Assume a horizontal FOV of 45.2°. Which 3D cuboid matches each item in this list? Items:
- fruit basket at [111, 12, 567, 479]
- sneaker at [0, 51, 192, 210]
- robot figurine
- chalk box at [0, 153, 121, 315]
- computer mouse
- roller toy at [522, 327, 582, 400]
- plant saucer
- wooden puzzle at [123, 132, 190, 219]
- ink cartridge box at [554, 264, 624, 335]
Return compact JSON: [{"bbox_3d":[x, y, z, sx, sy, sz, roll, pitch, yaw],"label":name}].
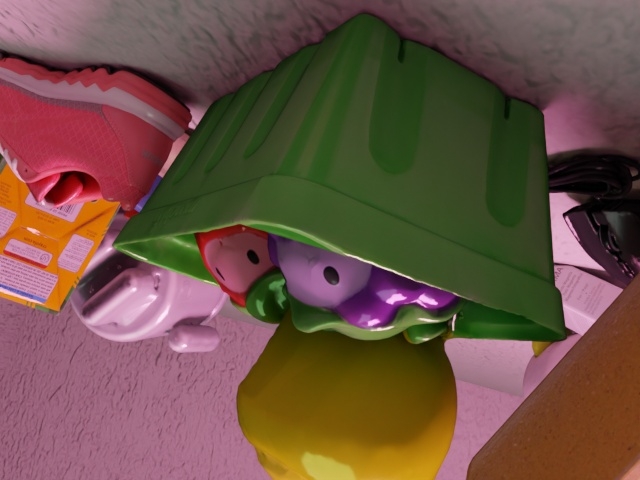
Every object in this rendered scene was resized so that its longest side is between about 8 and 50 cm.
[{"bbox_3d":[-0.004,0.062,0.614,0.283,0.392,0.392,22,167,-25],"label":"fruit basket"},{"bbox_3d":[-0.283,-0.104,0.774,0.314,0.136,0.116,10,166,29],"label":"sneaker"},{"bbox_3d":[-0.273,0.059,1.266,0.200,0.300,0.353,-34,170,13],"label":"robot figurine"},{"bbox_3d":[-0.437,-0.057,1.012,0.289,0.179,0.180,27,177,40],"label":"chalk box"},{"bbox_3d":[0.250,0.000,0.718,0.262,0.060,0.184,27,163,-40],"label":"computer mouse"},{"bbox_3d":[0.446,0.246,1.261,0.209,0.191,0.146,17,167,-1],"label":"roller toy"},{"bbox_3d":[0.250,0.100,0.569,0.081,0.332,0.333,46,-161,29],"label":"plant saucer"},{"bbox_3d":[-0.131,0.000,1.001,0.322,0.080,0.348,36,163,-11],"label":"wooden puzzle"},{"bbox_3d":[0.308,0.066,1.022,0.232,0.066,0.189,34,179,30],"label":"ink cartridge box"}]
